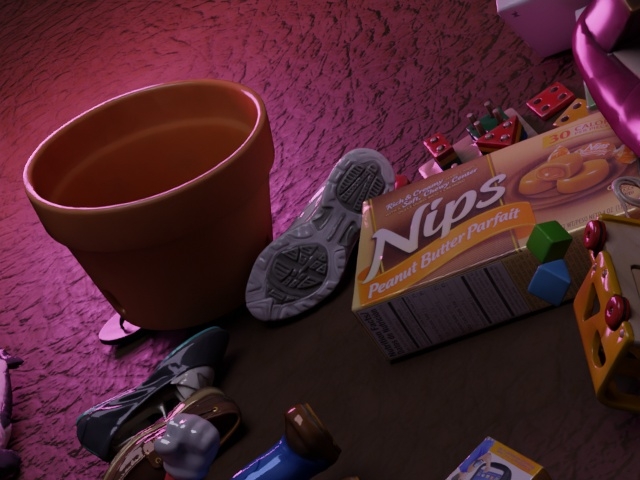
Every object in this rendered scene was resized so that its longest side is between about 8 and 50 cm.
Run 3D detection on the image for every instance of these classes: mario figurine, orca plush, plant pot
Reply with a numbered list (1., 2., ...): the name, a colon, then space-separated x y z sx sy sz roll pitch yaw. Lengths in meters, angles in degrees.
1. mario figurine: -0.111 0.284 1.416 0.320 0.170 0.198 -35 32 -3
2. orca plush: -0.442 0.236 1.873 0.102 0.151 0.287 -57 24 26
3. plant pot: -0.176 -0.033 1.847 0.291 0.203 0.291 -13 32 8

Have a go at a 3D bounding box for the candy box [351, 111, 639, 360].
1. candy box: 0.192 -0.010 1.608 0.316 0.087 0.183 -21 33 22

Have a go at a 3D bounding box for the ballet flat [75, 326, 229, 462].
1. ballet flat: -0.172 0.176 1.733 0.203 0.074 0.074 -34 30 -11

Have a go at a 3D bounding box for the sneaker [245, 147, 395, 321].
1. sneaker: 0.000 0.000 1.807 0.232 0.090 0.115 -49 3 -4

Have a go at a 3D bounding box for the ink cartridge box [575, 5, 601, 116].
1. ink cartridge box: 0.366 -0.196 1.698 0.154 0.093 0.212 -22 31 21

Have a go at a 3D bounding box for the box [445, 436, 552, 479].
1. box: 0.131 0.239 1.380 0.136 0.028 0.081 -42 31 -16

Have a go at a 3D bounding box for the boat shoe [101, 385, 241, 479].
1. boat shoe: -0.156 0.224 1.642 0.178 0.064 0.060 -41 29 -16

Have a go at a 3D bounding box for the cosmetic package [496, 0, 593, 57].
1. cosmetic package: 0.324 -0.369 1.863 0.224 0.138 0.224 -17 61 27

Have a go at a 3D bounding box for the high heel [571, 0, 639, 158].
1. high heel: 0.344 -0.087 1.483 0.127 0.181 0.377 -10 61 -7

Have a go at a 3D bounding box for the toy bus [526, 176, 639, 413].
1. toy bus: 0.276 0.060 1.395 0.191 0.104 0.202 40 42 22

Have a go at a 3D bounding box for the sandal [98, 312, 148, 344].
1. sandal: -0.200 0.067 1.929 0.179 0.040 0.067 -32 32 5

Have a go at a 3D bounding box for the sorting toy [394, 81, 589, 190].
1. sorting toy: 0.188 -0.104 1.788 0.274 0.046 0.132 -33 31 2
